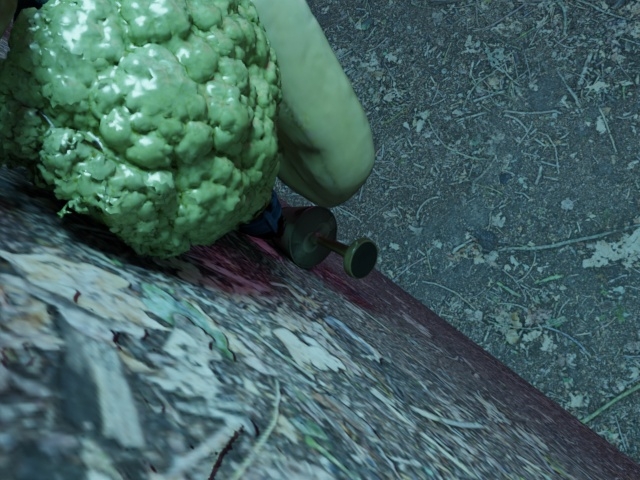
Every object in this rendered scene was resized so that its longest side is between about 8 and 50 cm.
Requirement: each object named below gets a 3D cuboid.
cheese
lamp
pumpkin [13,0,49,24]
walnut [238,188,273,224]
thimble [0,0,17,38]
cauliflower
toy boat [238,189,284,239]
[{"bbox_3d":[-0.076,-0.196,0.779,0.328,0.129,0.351,57,-23,-19],"label":"cheese"},{"bbox_3d":[0.000,0.000,0.930,0.214,0.121,0.121,24,-5,44],"label":"lamp"},{"bbox_3d":[-0.340,-0.321,0.777,0.238,0.315,0.315,16,10,-19],"label":"pumpkin"},{"bbox_3d":[-0.140,-0.099,0.678,0.159,0.159,0.207,36,-4,13],"label":"walnut"},{"bbox_3d":[-0.258,-0.173,0.227,0.229,0.196,0.148,49,5,-1],"label":"thimble"},{"bbox_3d":[-0.161,-0.111,0.460,0.250,0.272,0.275,-6,-18,26],"label":"cauliflower"},{"bbox_3d":[-0.131,-0.075,0.845,0.223,0.100,0.097,36,-16,49],"label":"toy boat"}]
